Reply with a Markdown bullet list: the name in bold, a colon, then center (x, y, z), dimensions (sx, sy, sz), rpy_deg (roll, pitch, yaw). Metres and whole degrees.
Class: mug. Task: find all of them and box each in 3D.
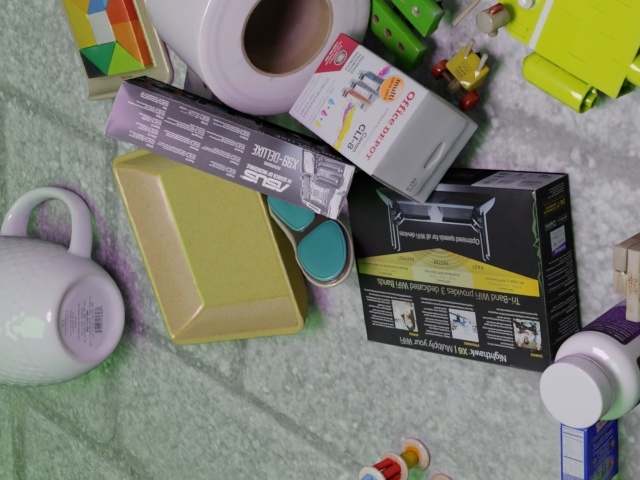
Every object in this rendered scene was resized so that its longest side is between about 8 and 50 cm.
- **mug**: center (-0.520, 0.084, 2.154), dimensions (0.328, 0.276, 0.374), rpy_deg (2, 79, 38)

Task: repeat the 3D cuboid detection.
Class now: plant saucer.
- **plant saucer**: center (-0.161, -0.009, 1.874), dimensions (0.333, 0.081, 0.332), rpy_deg (-10, 100, 46)

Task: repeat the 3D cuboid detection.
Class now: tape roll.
- **tape roll**: center (-0.081, -0.305, 1.520), dimensions (0.169, 0.246, 0.246), rpy_deg (47, 136, 44)

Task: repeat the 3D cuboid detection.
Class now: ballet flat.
- **ballet flat**: center (0.000, 0.000, 1.670), dimensions (0.248, 0.086, 0.086), rpy_deg (-120, 35, -49)

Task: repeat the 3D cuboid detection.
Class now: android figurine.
- **android figurine**: center (0.302, -0.274, 1.333), dimensions (0.273, 0.056, 0.248), rpy_deg (38, 130, 23)

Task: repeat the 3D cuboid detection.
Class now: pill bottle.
- **pill bottle**: center (0.340, 0.144, 1.379), dimensions (0.108, 0.193, 0.108), rpy_deg (19, 120, 37)

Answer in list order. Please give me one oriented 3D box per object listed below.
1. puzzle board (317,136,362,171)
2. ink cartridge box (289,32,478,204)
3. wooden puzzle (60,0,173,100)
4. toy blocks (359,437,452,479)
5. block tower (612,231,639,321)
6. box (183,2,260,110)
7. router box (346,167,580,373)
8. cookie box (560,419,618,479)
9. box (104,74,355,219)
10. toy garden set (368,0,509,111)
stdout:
- **puzzle board**: center (0.045, -0.168, 1.656), dimensions (0.096, 0.011, 0.128), rpy_deg (36, 129, 28)
- **ink cartridge box**: center (0.079, -0.153, 1.494), dimensions (0.176, 0.127, 0.128), rpy_deg (40, 100, 38)
- **wooden puzzle**: center (-0.348, -0.352, 1.925), dimensions (0.221, 0.044, 0.238), rpy_deg (-1, 107, 44)
- **toy blocks**: center (0.117, 0.369, 1.725), dimensions (0.123, 0.148, 0.054), rpy_deg (50, 135, 16)
- **block tower**: center (0.489, 0.065, 1.278), dimensions (0.335, 0.097, 0.091), rpy_deg (15, 118, 41)
- **box**: center (-0.129, -0.328, 1.662), dimensions (0.063, 0.067, 0.324), rpy_deg (25, 110, 35)
- **router box**: center (0.184, 0.030, 1.559), dimensions (0.309, 0.081, 0.242), rpy_deg (7, 112, 42)
- **cookie box**: center (0.342, 0.263, 1.505), dimensions (0.040, 0.092, 0.107), rpy_deg (11, 114, 37)
- **box**: center (-0.113, -0.127, 1.550), dimensions (0.307, 0.242, 0.076), rpy_deg (20, 98, -6)
- **toy garden set**: center (0.157, -0.293, 1.432), dimensions (0.204, 0.049, 0.244), rpy_deg (51, 149, 17)
